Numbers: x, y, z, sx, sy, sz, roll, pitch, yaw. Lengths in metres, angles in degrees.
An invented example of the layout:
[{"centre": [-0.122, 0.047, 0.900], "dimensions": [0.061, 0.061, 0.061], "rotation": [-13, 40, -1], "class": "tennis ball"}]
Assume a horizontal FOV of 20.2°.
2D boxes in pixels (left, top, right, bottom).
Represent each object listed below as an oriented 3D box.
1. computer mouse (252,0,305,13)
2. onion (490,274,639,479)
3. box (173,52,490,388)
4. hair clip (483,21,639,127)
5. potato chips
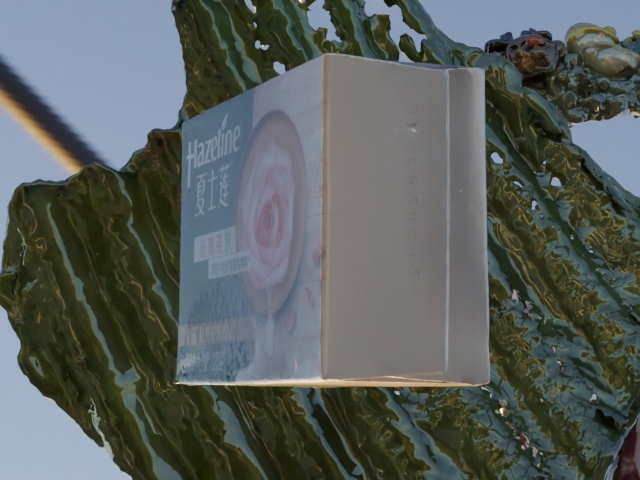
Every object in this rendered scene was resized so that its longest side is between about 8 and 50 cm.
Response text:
[{"centre": [-0.018, -0.293, 1.507], "dimensions": [0.072, 0.158, 0.310], "rotation": [13, -22, 6], "class": "computer mouse"}, {"centre": [0.226, 0.145, 1.374], "dimensions": [0.146, 0.314, 0.280], "rotation": [2, -24, -13], "class": "onion"}, {"centre": [0.000, 0.000, 0.811], "dimensions": [0.081, 0.135, 0.199], "rotation": [2, -6, -24], "class": "box"}, {"centre": [0.212, -0.151, 1.641], "dimensions": [0.321, 0.138, 0.091], "rotation": [-13, -61, -25], "class": "hair clip"}, {"centre": [0.025, 0.019, 1.111], "dimensions": [0.389, 0.373, 0.097], "rotation": [37, -16, 10], "class": "potato chips"}]
